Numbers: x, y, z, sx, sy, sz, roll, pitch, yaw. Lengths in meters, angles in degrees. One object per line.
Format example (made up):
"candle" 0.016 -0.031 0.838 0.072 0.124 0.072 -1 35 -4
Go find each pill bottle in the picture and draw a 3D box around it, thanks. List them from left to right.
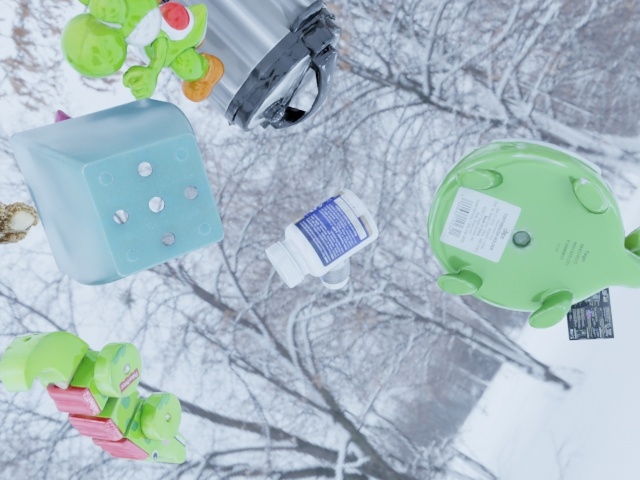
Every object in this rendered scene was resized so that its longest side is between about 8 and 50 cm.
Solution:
"pill bottle" 0.000 0.000 1.255 0.187 0.112 0.112 -34 -22 -10
"pill bottle" 0.028 0.053 1.574 0.078 0.078 0.137 -54 -21 -23

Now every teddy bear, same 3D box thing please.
"teddy bear" -0.833 -0.050 1.700 0.245 0.113 0.338 -2 -11 -34

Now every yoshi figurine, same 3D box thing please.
"yoshi figurine" -0.336 -0.351 1.259 0.362 0.204 0.203 7 -89 -71

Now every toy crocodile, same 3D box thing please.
"toy crocodile" -0.273 0.215 0.893 0.340 0.115 0.105 69 -152 -47

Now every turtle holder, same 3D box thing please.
"turtle holder" 0.321 -0.035 0.983 0.227 0.320 0.243 -51 -50 -61

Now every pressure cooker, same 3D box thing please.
"pressure cooker" -0.156 -0.464 1.660 0.375 0.420 0.370 -45 2 12

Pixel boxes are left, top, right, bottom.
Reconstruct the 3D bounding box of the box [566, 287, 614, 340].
"box" 0.416 0.112 1.077 0.018 0.067 0.083 20 -115 -69

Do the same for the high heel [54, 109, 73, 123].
"high heel" -0.600 -0.234 1.781 0.082 0.117 0.244 -27 -24 6

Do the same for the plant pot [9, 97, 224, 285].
"plant pot" -0.196 -0.049 0.712 0.166 0.234 0.165 -22 -71 -24
